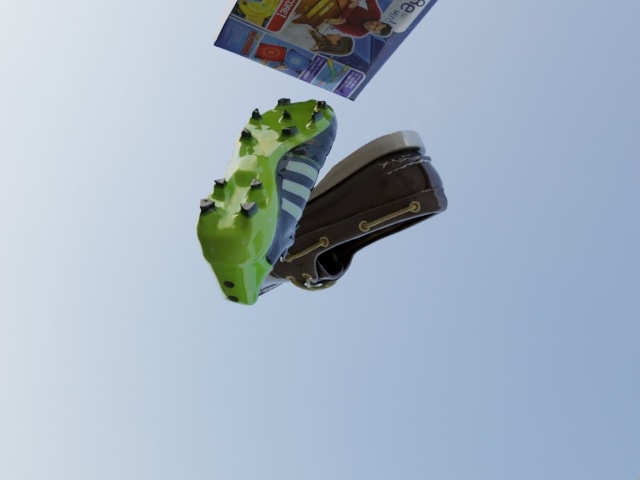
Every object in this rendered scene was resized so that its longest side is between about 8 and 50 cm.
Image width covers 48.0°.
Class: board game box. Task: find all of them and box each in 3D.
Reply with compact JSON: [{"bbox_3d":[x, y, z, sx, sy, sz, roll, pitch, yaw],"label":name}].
[{"bbox_3d":[0.017,-0.199,0.548,0.201,0.136,0.035,-43,-144,51],"label":"board game box"}]

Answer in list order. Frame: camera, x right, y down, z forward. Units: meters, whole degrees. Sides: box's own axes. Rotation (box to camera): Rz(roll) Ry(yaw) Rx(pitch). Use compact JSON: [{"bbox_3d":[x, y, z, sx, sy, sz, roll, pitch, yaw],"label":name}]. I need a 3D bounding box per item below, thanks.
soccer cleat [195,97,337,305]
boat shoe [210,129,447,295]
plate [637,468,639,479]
[{"bbox_3d":[-0.032,-0.033,0.465,0.060,0.179,0.072,8,-51,16],"label":"soccer cleat"},{"bbox_3d":[0.000,0.000,0.827,0.324,0.117,0.096,-33,-108,29],"label":"boat shoe"},{"bbox_3d":[0.292,0.251,0.636,0.024,0.188,0.188,12,-70,22],"label":"plate"}]
